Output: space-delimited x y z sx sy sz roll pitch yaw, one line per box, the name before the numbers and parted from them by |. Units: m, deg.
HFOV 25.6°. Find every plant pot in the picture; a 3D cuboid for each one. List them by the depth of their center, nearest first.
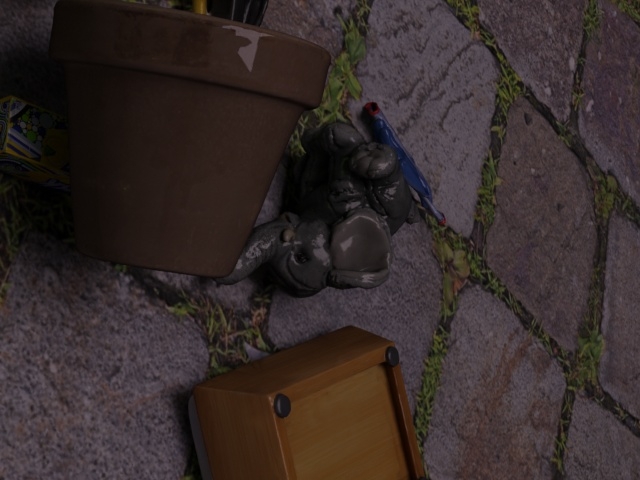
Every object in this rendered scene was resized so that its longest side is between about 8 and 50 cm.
plant pot | -0.135 -0.088 1.310 0.263 0.263 0.229 9 91 -50

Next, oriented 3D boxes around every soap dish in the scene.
soap dish | -0.004 0.233 1.566 0.291 0.118 0.229 -16 95 -52

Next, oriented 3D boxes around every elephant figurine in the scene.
elephant figurine | 0.000 0.000 1.621 0.169 0.186 0.239 99 15 -67

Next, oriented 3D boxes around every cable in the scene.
cable | -0.123 -0.212 1.589 0.139 0.072 0.287 24 76 -65

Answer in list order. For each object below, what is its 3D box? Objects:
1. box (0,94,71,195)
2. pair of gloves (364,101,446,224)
box | -0.255 -0.084 1.376 0.169 0.054 0.059 20 66 -47
pair of gloves | 0.105 -0.096 1.775 0.159 0.023 0.198 56 8 -16
